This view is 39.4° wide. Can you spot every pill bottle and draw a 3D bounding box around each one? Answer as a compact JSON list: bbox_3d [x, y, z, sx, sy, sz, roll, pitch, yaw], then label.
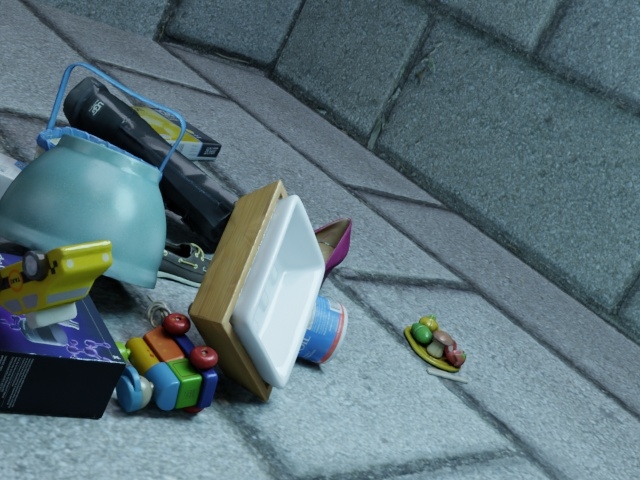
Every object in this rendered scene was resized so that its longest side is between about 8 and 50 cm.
[{"bbox_3d":[-0.072,0.143,1.662,0.222,0.124,0.124,20,18,-20],"label":"pill bottle"}]

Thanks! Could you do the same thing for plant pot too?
[{"bbox_3d":[-0.383,-0.060,1.502,0.293,0.196,0.293,20,-3,1],"label":"plant pot"}]

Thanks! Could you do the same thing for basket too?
[{"bbox_3d":[-0.431,-0.172,1.754,0.255,0.288,0.201,30,19,1],"label":"basket"}]

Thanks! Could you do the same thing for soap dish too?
[{"bbox_3d":[-0.100,0.081,1.475,0.118,0.229,0.290,4,52,21],"label":"soap dish"}]

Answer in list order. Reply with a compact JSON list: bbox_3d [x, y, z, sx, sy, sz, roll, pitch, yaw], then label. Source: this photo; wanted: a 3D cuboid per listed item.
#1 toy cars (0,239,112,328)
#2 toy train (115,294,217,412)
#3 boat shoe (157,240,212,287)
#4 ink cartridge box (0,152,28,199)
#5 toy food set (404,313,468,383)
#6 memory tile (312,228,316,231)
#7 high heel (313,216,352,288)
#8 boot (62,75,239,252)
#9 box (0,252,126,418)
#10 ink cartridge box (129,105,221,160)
[{"bbox_3d":[-0.433,0.085,1.071,0.394,0.087,0.176,-14,-3,-6],"label":"toy cars"},{"bbox_3d":[-0.272,0.165,1.357,0.143,0.105,0.248,-5,34,-38],"label":"toy train"},{"bbox_3d":[-0.271,0.039,1.758,0.228,0.068,0.081,14,22,-38],"label":"boat shoe"},{"bbox_3d":[-0.654,-0.137,1.707,0.181,0.061,0.104,24,16,-11],"label":"ink cartridge box"},{"bbox_3d":[0.273,0.230,2.021,0.128,0.071,0.218,21,18,-21],"label":"toy food set"},{"bbox_3d":[0.000,0.000,2.390,0.148,0.012,0.113,25,17,-5],"label":"memory tile"},{"bbox_3d":[-0.051,0.036,1.908,0.127,0.181,0.377,31,17,13],"label":"high heel"},{"bbox_3d":[-0.350,-0.147,2.027,0.445,0.146,0.367,37,-5,7],"label":"boot"},{"bbox_3d":[-0.408,0.125,1.246,0.184,0.103,0.261,16,20,-40],"label":"box"},{"bbox_3d":[-0.478,-0.325,2.532,0.307,0.072,0.304,35,19,18],"label":"ink cartridge box"}]
